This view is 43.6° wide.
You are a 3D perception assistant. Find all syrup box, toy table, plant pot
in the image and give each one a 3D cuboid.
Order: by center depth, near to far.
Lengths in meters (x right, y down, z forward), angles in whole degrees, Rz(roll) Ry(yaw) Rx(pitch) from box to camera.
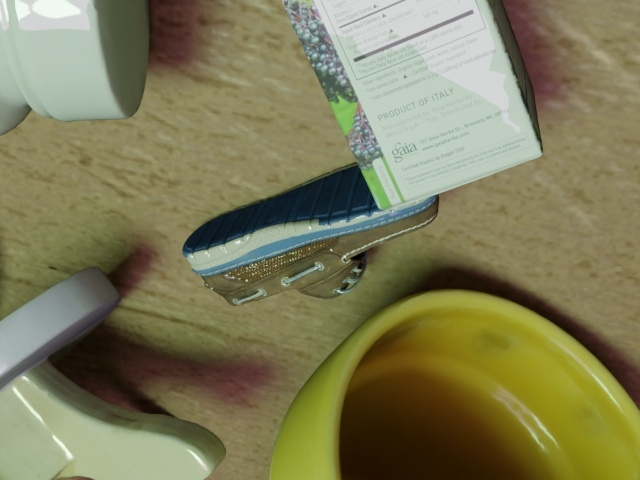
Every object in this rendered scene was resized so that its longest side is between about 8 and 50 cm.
[{"bbox_3d":[0.032,-0.146,0.414,0.096,0.093,0.237,-19,115,21],"label":"syrup box"},{"bbox_3d":[0.064,0.198,0.534,0.254,0.254,0.239,30,136,-7],"label":"plant pot"},{"bbox_3d":[-0.202,0.156,0.569,0.161,0.252,0.274,51,128,0],"label":"toy table"}]

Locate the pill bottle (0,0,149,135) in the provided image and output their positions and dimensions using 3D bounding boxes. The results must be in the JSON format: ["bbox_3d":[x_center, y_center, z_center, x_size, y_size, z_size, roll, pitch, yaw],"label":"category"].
[{"bbox_3d":[-0.244,-0.134,0.425,0.283,0.161,0.161,0,120,-1],"label":"pill bottle"}]

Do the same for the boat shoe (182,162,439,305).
[{"bbox_3d":[0.000,0.000,0.528,0.183,0.066,0.066,-13,122,29],"label":"boat shoe"}]
